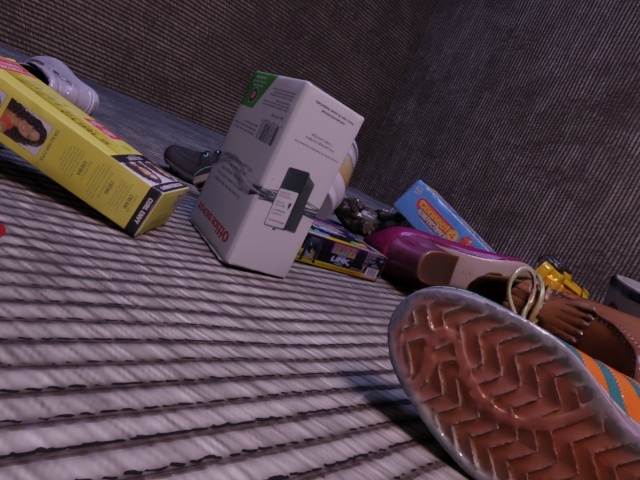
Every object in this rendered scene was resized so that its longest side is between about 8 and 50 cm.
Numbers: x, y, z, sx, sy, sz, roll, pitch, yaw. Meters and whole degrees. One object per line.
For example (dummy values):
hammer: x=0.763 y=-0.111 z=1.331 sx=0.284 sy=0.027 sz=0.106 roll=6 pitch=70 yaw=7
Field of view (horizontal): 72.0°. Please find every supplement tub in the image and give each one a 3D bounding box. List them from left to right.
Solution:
supplement tub: x=-0.006 y=-0.146 z=0.947 sx=0.144 sy=0.144 sz=0.200 roll=24 pitch=47 yaw=-3

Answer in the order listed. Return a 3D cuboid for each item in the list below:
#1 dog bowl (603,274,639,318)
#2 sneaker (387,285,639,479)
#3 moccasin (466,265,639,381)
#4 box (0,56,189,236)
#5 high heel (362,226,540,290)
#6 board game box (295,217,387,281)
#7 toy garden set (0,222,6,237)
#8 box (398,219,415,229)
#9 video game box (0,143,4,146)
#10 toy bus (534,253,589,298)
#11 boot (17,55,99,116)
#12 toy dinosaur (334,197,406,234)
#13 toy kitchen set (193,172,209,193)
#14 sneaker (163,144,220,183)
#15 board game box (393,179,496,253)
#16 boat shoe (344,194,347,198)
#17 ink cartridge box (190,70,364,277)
dog bowl: x=0.562 y=0.211 z=0.584 sx=0.407 sy=0.151 sz=0.408 roll=23 pitch=15 yaw=-7
sneaker: x=0.183 y=0.135 z=0.316 sx=0.302 sy=0.108 sz=0.121 roll=36 pitch=12 yaw=14
moccasin: x=0.271 y=0.109 z=0.540 sx=0.146 sy=0.139 sz=0.380 roll=18 pitch=13 yaw=1
box: x=-0.257 y=-0.099 z=0.454 sx=0.232 sy=0.058 sz=0.087 roll=36 pitch=10 yaw=-5
high heel: x=0.263 y=0.057 z=0.835 sx=0.377 sy=0.127 sz=0.181 roll=23 pitch=3 yaw=-30
board game box: x=0.000 y=0.000 z=0.702 sx=0.170 sy=0.048 sz=0.141 roll=17 pitch=14 yaw=-35
toy garden set: x=-0.265 y=-0.010 z=0.161 sx=0.203 sy=0.049 sz=0.244 roll=25 pitch=9 yaw=14
box: x=0.407 y=0.002 z=1.584 sx=0.216 sy=0.060 sz=0.270 roll=23 pitch=10 yaw=-8
video game box: x=-0.447 y=-0.146 z=0.415 sx=0.205 sy=0.048 sz=0.187 roll=23 pitch=13 yaw=-12
toy bus: x=0.623 y=0.156 z=1.151 sx=0.211 sy=0.149 sz=0.220 roll=48 pitch=22 yaw=25
boot: x=-0.606 y=-0.358 z=0.955 sx=0.258 sy=0.095 sz=0.123 roll=30 pitch=5 yaw=23
toy dinosaur: x=0.104 y=-0.058 z=1.129 sx=0.313 sy=0.121 sz=0.160 roll=15 pitch=1 yaw=-23
toy kitchen set: x=-0.160 y=-0.062 z=0.718 sx=0.068 sy=0.075 sz=0.083 roll=67 pitch=12 yaw=-48
sneaker: x=-0.165 y=-0.134 z=0.840 sx=0.267 sy=0.106 sz=0.101 roll=23 pitch=12 yaw=1
board game box: x=0.346 y=-0.004 z=1.121 sx=0.308 sy=0.086 sz=0.302 roll=49 pitch=16 yaw=13
boat shoe: x=0.025 y=-0.108 z=1.283 sx=0.189 sy=0.068 sz=0.072 roll=-4 pitch=41 yaw=-49
ink cartridge box: x=-0.062 y=-0.082 z=0.529 sx=0.086 sy=0.209 sz=0.153 roll=21 pitch=11 yaw=-37
